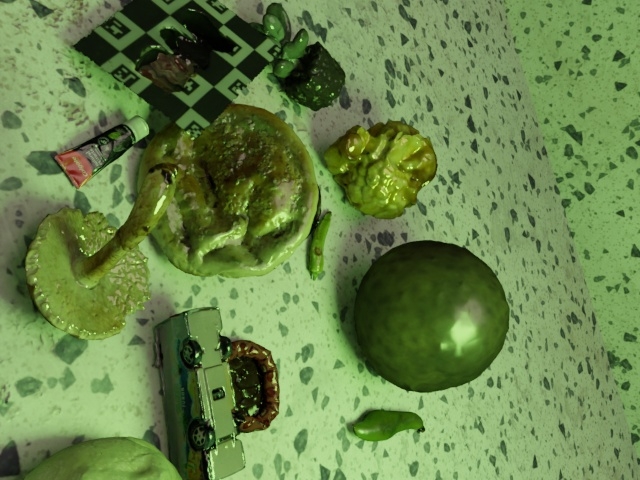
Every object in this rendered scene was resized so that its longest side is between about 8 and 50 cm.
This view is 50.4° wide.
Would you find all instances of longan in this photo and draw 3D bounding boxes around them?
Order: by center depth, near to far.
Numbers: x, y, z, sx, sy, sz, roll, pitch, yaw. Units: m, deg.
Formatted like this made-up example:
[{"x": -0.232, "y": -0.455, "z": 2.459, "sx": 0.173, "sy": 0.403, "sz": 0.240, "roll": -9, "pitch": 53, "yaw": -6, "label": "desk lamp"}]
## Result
[{"x": 0.275, "y": 0.192, "z": 1.705, "sx": 0.391, "sy": 0.391, "sz": 0.392, "roll": 17, "pitch": 67, "yaw": -45, "label": "longan"}]

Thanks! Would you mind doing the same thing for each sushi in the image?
[{"x": -0.297, "y": -0.373, "z": 1.435, "sx": 0.296, "sy": 0.100, "sz": 0.373, "roll": 36, "pitch": 50, "yaw": -6, "label": "sushi"}]

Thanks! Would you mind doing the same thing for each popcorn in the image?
[{"x": 0.154, "y": -0.191, "z": 1.809, "sx": 0.332, "sy": 0.225, "sz": 0.265, "roll": 9, "pitch": 91, "yaw": -37, "label": "popcorn"}]

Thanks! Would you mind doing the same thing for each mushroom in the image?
[{"x": -0.369, "y": 0.014, "z": 1.115, "sx": 0.207, "sy": 0.302, "sz": 0.233, "roll": 14, "pitch": 50, "yaw": -11, "label": "mushroom"}]

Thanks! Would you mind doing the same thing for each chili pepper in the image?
[{"x": 0.000, "y": -0.001, "z": 1.708, "sx": 0.048, "sy": 0.043, "sz": 0.208, "roll": 28, "pitch": 58, "yaw": -26, "label": "chili pepper"}]

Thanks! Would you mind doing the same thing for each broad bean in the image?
[{"x": 0.189, "y": 0.478, "z": 1.765, "sx": 0.325, "sy": 0.067, "sz": 0.075, "roll": 12, "pitch": 79, "yaw": -45, "label": "broad bean"}]

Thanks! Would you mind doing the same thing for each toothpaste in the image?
[{"x": -0.409, "y": -0.173, "z": 1.295, "sx": 0.193, "sy": 0.045, "sz": 0.071, "roll": -44, "pitch": 112, "yaw": -39, "label": "toothpaste"}]

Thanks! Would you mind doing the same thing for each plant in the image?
[{"x": -0.064, "y": -0.448, "z": 1.683, "sx": 0.274, "sy": 0.149, "sz": 0.147, "roll": 41, "pitch": 51, "yaw": -30, "label": "plant"}]

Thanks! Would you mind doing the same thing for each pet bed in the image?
[{"x": -0.161, "y": 0.306, "z": 1.430, "sx": 0.201, "sy": 0.053, "sz": 0.201, "roll": 22, "pitch": 58, "yaw": -41, "label": "pet bed"}]

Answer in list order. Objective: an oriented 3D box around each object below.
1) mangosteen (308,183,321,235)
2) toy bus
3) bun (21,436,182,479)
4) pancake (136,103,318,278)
[{"x": -0.095, "y": -0.082, "z": 1.513, "sx": 0.209, "sy": 0.209, "sz": 0.210, "roll": 17, "pitch": 67, "yaw": -45, "label": "mangosteen"}, {"x": -0.234, "y": 0.290, "z": 1.292, "sx": 0.112, "sy": 0.137, "sz": 0.317, "roll": 2, "pitch": 77, "yaw": -54, "label": "toy bus"}, {"x": -0.328, "y": 0.487, "z": 1.062, "sx": 0.365, "sy": 0.219, "sz": 0.366, "roll": 12, "pitch": 74, "yaw": -48, "label": "bun"}, {"x": -0.184, "y": -0.109, "z": 1.377, "sx": 0.386, "sy": 0.082, "sz": 0.387, "roll": 2, "pitch": 74, "yaw": -7, "label": "pancake"}]
